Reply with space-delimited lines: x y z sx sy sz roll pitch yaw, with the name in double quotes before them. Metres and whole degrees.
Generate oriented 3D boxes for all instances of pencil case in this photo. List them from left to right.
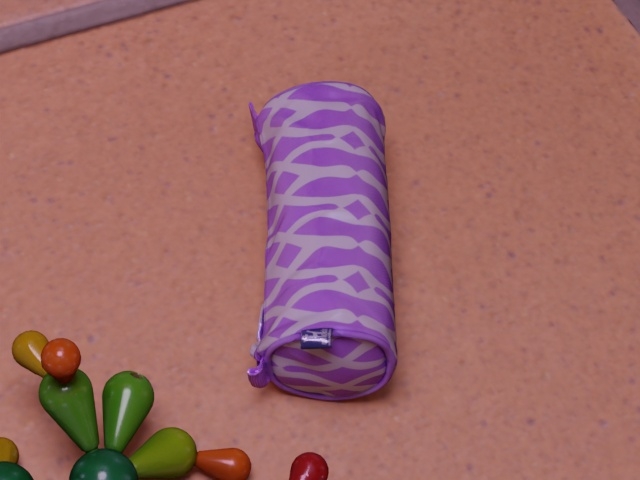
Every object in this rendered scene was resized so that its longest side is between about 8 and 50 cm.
"pencil case" 0.000 0.000 1.020 0.088 0.086 0.206 -8 52 11

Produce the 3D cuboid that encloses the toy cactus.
"toy cactus" -0.116 0.149 0.886 0.219 0.112 0.180 20 63 -8
